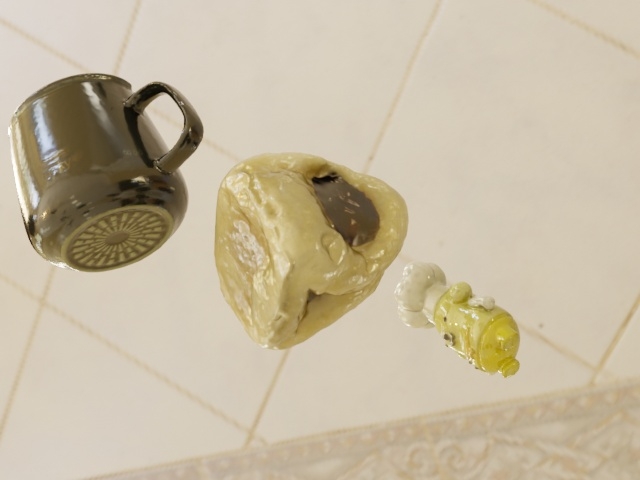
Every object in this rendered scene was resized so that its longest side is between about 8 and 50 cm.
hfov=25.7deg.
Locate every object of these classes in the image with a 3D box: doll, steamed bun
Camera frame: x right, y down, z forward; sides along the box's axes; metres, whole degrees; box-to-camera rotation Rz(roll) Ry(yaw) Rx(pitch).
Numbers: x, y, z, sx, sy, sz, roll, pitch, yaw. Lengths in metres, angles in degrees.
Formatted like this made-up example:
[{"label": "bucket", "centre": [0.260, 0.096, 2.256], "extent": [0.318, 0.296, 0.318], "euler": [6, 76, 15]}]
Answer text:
[{"label": "doll", "centre": [0.140, 0.080, 1.444], "extent": [0.162, 0.062, 0.106], "euler": [34, 144, 40]}, {"label": "steamed bun", "centre": [0.000, 0.000, 1.238], "extent": [0.141, 0.155, 0.172], "euler": [61, 153, 29]}]

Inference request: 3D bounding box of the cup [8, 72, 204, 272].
[{"label": "cup", "centre": [-0.215, -0.085, 1.446], "extent": [0.223, 0.169, 0.176], "euler": [-37, 58, 22]}]
